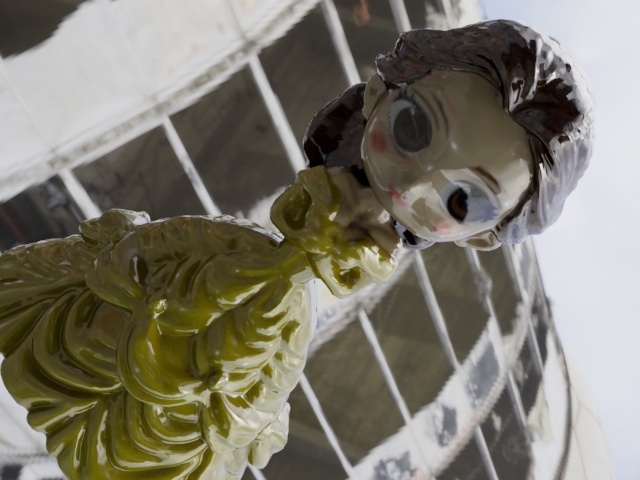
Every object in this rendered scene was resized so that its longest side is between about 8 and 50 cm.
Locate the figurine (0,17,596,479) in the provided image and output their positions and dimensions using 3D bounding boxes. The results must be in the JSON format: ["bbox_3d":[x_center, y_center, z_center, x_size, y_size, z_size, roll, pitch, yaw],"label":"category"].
[{"bbox_3d":[-0.002,0.001,0.614,0.315,0.168,0.187,-35,-114,24],"label":"figurine"}]
